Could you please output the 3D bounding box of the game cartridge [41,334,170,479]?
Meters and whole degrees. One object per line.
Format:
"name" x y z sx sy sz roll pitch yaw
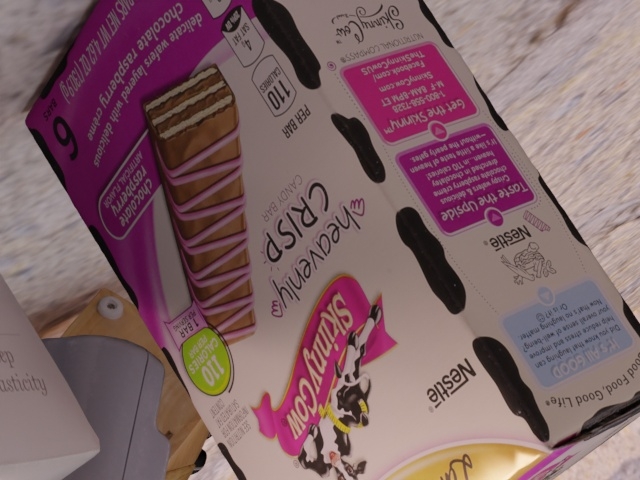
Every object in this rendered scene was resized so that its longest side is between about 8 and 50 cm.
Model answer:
"game cartridge" -0.190 0.151 0.726 0.297 0.198 0.062 -15 139 35

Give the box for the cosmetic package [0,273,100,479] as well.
"cosmetic package" -0.289 0.113 0.614 0.385 0.156 0.217 -36 165 19

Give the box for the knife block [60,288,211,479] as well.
"knife block" -0.142 0.157 1.061 0.275 0.088 0.242 -54 172 -46

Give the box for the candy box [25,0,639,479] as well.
"candy box" 0.000 0.000 0.698 0.071 0.233 0.159 -22 163 -39
